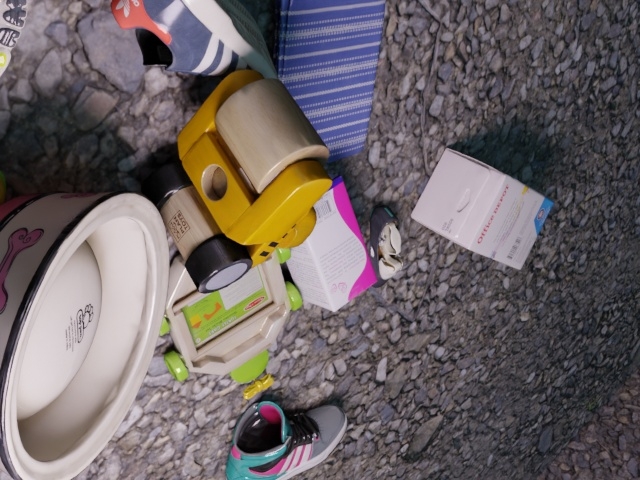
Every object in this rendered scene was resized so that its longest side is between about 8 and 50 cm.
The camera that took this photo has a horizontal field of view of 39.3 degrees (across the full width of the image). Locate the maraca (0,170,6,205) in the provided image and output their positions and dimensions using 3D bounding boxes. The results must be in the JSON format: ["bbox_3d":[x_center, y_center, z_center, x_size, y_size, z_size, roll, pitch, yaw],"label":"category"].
[{"bbox_3d":[-0.484,-0.046,1.124,0.186,0.099,0.127,-17,135,-40],"label":"maraca"}]

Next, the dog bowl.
[{"bbox_3d":[-0.361,0.115,1.205,0.408,0.151,0.407,15,90,-76],"label":"dog bowl"}]

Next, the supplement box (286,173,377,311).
[{"bbox_3d":[0.000,0.000,1.596,0.111,0.114,0.220,-33,116,-28],"label":"supplement box"}]

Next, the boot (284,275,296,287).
[{"bbox_3d":[-0.045,0.069,1.692,0.099,0.045,0.121,-32,132,-20],"label":"boot"}]

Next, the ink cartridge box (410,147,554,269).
[{"bbox_3d":[0.345,-0.065,1.903,0.233,0.168,0.171,20,98,-49],"label":"ink cartridge box"}]

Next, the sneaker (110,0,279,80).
[{"bbox_3d":[-0.175,-0.283,1.296,0.148,0.131,0.350,-27,153,12],"label":"sneaker"}]

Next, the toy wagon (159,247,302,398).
[{"bbox_3d":[-0.159,0.143,1.587,0.267,0.068,0.344,-31,133,-21],"label":"toy wagon"}]

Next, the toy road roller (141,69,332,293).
[{"bbox_3d":[-0.091,-0.086,1.365,0.241,0.202,0.329,-10,151,-50],"label":"toy road roller"}]

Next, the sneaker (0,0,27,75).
[{"bbox_3d":[-0.427,-0.216,1.076,0.107,0.110,0.275,25,113,-33],"label":"sneaker"}]

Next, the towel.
[{"bbox_3d":[0.006,-0.285,1.534,0.243,0.040,0.335,-19,129,-39],"label":"towel"}]

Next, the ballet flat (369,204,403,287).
[{"bbox_3d":[0.133,0.025,1.822,0.074,0.074,0.203,-26,131,-32],"label":"ballet flat"}]

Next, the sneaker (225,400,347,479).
[{"bbox_3d":[-0.067,0.382,1.809,0.296,0.124,0.178,-29,141,-29],"label":"sneaker"}]
